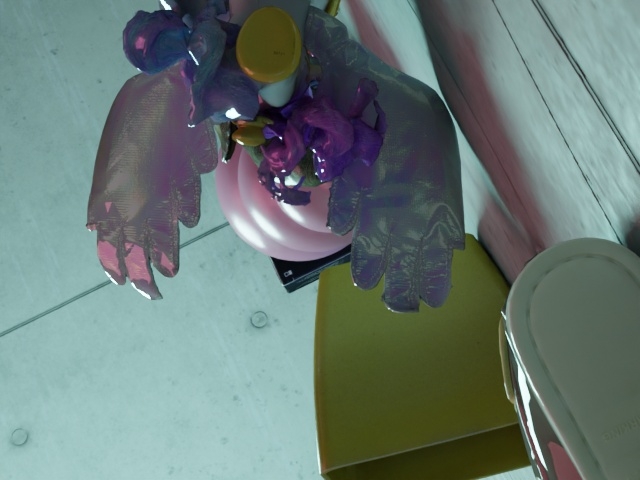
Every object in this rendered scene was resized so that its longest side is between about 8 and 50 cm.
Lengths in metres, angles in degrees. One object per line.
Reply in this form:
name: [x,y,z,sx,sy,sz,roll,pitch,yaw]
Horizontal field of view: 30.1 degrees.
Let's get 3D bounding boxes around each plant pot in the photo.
plant pot: [0.094,0.116,1.085,0.212,0.212,0.187,69,-173,-67]

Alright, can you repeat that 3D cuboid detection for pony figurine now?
pony figurine: [-0.036,-0.134,0.865,0.363,0.303,0.350,57,-142,-79]

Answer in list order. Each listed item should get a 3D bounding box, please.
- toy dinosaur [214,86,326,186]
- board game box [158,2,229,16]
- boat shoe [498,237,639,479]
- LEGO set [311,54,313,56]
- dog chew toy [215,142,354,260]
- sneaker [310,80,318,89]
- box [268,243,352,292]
toy dinosaur: [-0.017,-0.113,1.180,0.313,0.160,0.121,33,178,37]
board game box: [-0.131,-0.313,1.671,0.318,0.066,0.318,49,-162,-46]
boat shoe: [0.176,0.145,0.623,0.091,0.109,0.305,86,164,-86]
LEGO set: [-0.091,-0.328,1.516,0.227,0.093,0.087,63,178,14]
dog chew toy: [-0.010,-0.077,1.377,0.206,0.207,0.332,64,170,-6]
sneaker: [-0.003,-0.196,1.599,0.144,0.053,0.059,53,170,37]
box: [0.000,0.000,1.726,0.158,0.156,0.093,77,167,-83]
